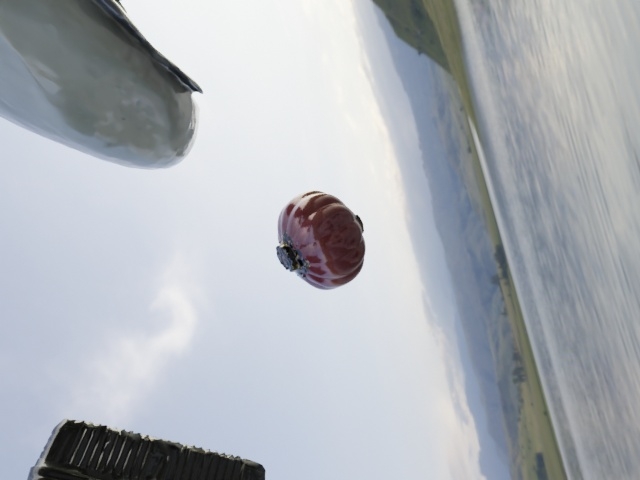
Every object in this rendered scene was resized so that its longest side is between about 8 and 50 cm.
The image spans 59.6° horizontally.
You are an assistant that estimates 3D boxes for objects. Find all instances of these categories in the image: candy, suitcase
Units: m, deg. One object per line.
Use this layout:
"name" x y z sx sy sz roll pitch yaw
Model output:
"candy" -0.284 -0.217 0.498 0.427 0.186 0.386 40 -175 -31
"suitcase" -0.204 0.345 0.613 0.152 0.229 0.335 -84 12 -48

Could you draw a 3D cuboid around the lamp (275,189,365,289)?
"lamp" 0.000 0.000 0.582 0.107 0.092 0.108 48 154 33
